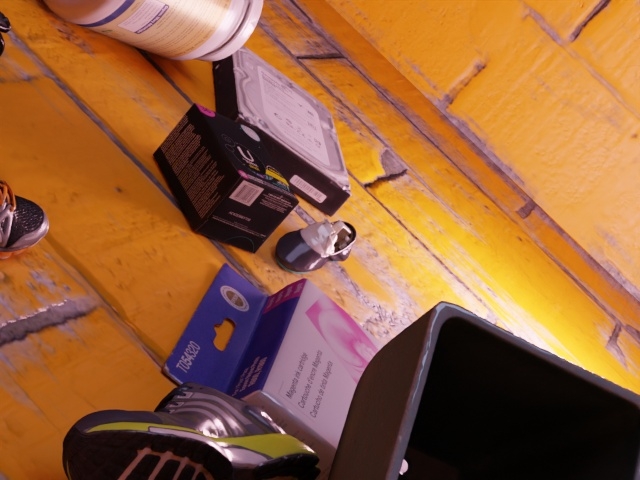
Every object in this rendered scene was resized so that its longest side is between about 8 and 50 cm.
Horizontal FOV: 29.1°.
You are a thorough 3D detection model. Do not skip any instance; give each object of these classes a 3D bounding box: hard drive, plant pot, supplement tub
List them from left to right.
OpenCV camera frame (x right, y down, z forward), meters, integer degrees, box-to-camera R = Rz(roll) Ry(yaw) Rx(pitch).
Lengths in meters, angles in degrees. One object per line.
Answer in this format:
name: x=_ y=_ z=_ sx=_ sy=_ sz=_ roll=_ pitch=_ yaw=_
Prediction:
supplement tub: x=-0.257 y=-0.408 z=1.899 sx=0.316 sy=0.228 sz=0.228 roll=14 pitch=34 yaw=-54
hard drive: x=-0.069 y=-0.198 z=2.069 sx=0.237 sy=0.064 sz=0.339 roll=34 pitch=20 yaw=-22
plant pot: x=0.121 y=0.238 z=1.162 sx=0.247 sy=0.252 sz=0.247 roll=26 pitch=65 yaw=-16

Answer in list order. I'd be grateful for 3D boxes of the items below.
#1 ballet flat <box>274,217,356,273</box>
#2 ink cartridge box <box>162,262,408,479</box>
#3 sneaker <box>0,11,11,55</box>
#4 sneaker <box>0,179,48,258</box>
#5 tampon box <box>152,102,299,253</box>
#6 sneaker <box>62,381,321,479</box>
ballet flat: x=0.000 y=0.000 z=1.771 sx=0.074 sy=0.074 sz=0.203 roll=47 pitch=20 yaw=14
ink cartridge box: x=-0.001 y=0.166 z=1.425 sx=0.330 sy=0.071 sz=0.324 roll=41 pitch=20 yaw=-8
sneaker: x=-0.429 y=-0.268 z=1.468 sx=0.135 sy=0.098 sz=0.276 roll=37 pitch=22 yaw=-14
sneaker: x=-0.344 y=-0.047 z=1.188 sx=0.215 sy=0.083 sz=0.084 roll=21 pitch=27 yaw=-48
tampon box: x=-0.127 y=-0.084 z=1.653 sx=0.120 sy=0.101 sz=0.161 roll=22 pitch=28 yaw=-47
sneaker: x=-0.128 y=0.188 z=1.108 sx=0.121 sy=0.111 sz=0.300 roll=43 pitch=11 yaw=33
